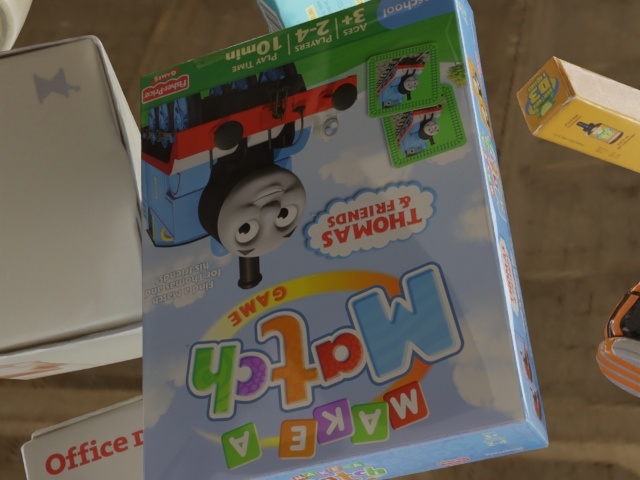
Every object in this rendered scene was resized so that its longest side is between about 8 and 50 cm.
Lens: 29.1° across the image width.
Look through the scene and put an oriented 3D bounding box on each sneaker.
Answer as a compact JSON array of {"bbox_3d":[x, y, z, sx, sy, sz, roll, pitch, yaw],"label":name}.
[{"bbox_3d":[0.493,0.136,1.413,0.321,0.125,0.180,30,-115,7],"label":"sneaker"}]

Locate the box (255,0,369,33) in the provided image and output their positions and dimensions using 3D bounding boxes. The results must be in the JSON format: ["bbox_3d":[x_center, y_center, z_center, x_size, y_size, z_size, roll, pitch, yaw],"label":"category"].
[{"bbox_3d":[0.065,-0.234,0.972,0.244,0.100,0.060,-36,-132,-6],"label":"box"}]

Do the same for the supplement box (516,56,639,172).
[{"bbox_3d":[0.355,-0.149,1.517,0.078,0.233,0.080,-45,-134,36],"label":"supplement box"}]

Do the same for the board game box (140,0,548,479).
[{"bbox_3d":[0.000,0.000,0.528,0.160,0.039,0.212,-16,-120,17],"label":"board game box"}]

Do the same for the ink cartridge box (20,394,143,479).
[{"bbox_3d":[-0.105,0.263,0.979,0.197,0.114,0.273,-20,-109,12],"label":"ink cartridge box"}]

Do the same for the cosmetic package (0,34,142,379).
[{"bbox_3d":[-0.159,0.000,0.730,0.129,0.296,0.153,-12,-97,-5],"label":"cosmetic package"}]

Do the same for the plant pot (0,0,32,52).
[{"bbox_3d":[-0.331,-0.218,0.951,0.284,0.284,0.191,-29,-114,-5],"label":"plant pot"}]
